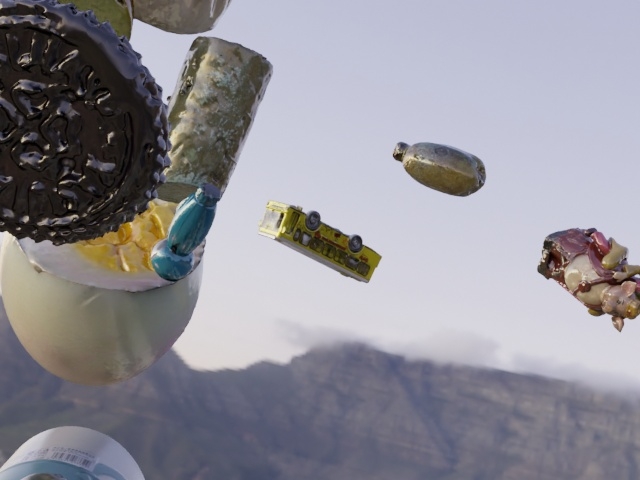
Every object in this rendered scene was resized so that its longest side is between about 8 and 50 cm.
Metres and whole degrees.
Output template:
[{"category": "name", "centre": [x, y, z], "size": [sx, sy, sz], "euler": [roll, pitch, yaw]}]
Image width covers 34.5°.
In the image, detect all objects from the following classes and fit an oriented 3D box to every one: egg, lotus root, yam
[{"category": "egg", "centre": [-0.397, 0.100, 1.849], "size": [0.354, 0.355, 0.340], "euler": [15, -54, -3]}, {"category": "lotus root", "centre": [0.221, -0.141, 1.944], "size": [0.192, 0.088, 0.113], "euler": [21, 18, 27]}, {"category": "yam", "centre": [-0.135, -0.132, 1.205], "size": [0.107, 0.194, 0.107], "euler": [21, -5, 2]}]

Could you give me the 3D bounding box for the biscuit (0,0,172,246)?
[{"category": "biscuit", "centre": [-0.200, -0.083, 0.749], "size": [0.194, 0.195, 0.053], "euler": [14, 25, 1]}]

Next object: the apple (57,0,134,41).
[{"category": "apple", "centre": [-0.385, -0.297, 1.170], "size": [0.345, 0.254, 0.179], "euler": [2, 2, -7]}]

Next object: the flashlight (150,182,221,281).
[{"category": "flashlight", "centre": [-0.145, -0.008, 1.138], "size": [0.051, 0.051, 0.129], "euler": [20, -56, -25]}]

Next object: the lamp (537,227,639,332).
[{"category": "lamp", "centre": [0.447, 0.070, 1.588], "size": [0.118, 0.118, 0.253], "euler": [26, 14, -41]}]

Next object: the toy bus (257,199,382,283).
[{"category": "toy bus", "centre": [0.000, 0.000, 1.759], "size": [0.226, 0.074, 0.081], "euler": [28, -5, -38]}]

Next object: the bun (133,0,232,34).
[{"category": "bun", "centre": [-0.205, -0.416, 1.361], "size": [0.263, 0.263, 0.175], "euler": [21, -55, -26]}]

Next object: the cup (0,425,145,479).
[{"category": "cup", "centre": [-0.383, 0.391, 1.356], "size": [0.289, 0.219, 0.257], "euler": [-13, 7, 3]}]

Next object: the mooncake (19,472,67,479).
[{"category": "mooncake", "centre": [-0.256, 0.302, 1.008], "size": [0.073, 0.125, 0.130], "euler": [-8, 41, -39]}]
